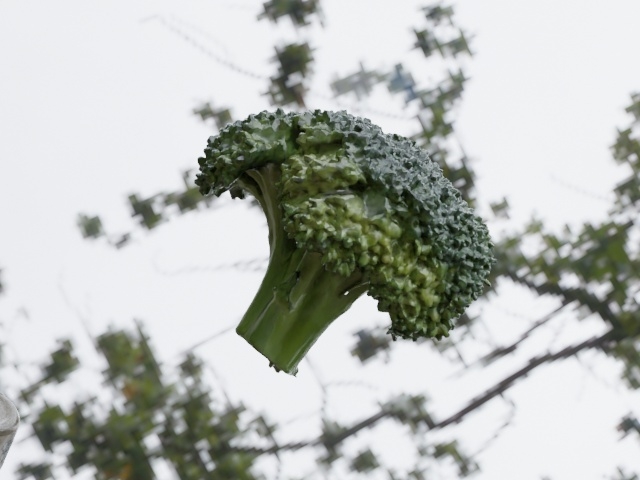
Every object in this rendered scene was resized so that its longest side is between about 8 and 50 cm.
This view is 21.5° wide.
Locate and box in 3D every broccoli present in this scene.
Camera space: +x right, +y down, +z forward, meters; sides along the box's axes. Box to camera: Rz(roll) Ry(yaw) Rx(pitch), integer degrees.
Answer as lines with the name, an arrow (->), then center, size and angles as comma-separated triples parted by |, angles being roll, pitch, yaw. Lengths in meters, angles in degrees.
broccoli -> 0.007, -0.018, 1.917 | 0.375, 0.302, 0.249 | 33, -27, 15

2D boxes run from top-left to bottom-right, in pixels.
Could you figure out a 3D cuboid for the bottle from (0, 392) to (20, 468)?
bottle -> -0.322, 0.200, 1.431 | 0.099, 0.099, 0.152 | 38, -70, 35
